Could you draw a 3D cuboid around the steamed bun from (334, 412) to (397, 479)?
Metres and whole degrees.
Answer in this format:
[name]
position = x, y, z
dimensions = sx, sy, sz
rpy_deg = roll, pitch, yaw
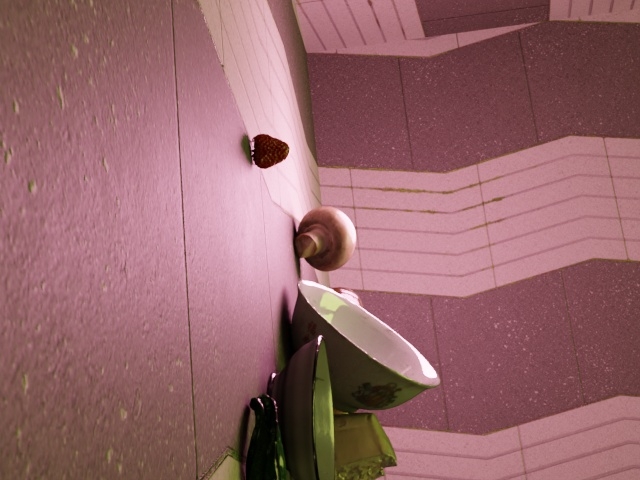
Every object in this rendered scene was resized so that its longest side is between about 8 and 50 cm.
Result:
[steamed bun]
position = 0.068, 0.520, 1.719
dimensions = 0.200, 0.225, 0.170
rpy_deg = -94, 176, -52

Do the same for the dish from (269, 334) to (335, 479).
[dish]
position = -0.038, 0.340, 1.385
dimensions = 0.316, 0.106, 0.317
rpy_deg = -5, 90, -85

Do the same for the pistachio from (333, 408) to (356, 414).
[pistachio]
position = 0.038, 0.530, 2.132
dimensions = 0.165, 0.130, 0.210
rpy_deg = -24, 107, -46

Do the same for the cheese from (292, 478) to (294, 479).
[cheese]
position = -0.011, 0.585, 1.486
dimensions = 0.050, 0.127, 0.256
rpy_deg = -33, -114, 45

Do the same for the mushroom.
[mushroom]
position = 0.000, 0.000, 2.190
dimensions = 0.204, 0.204, 0.204
rpy_deg = -7, 90, -86

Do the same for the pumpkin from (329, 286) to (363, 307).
[pumpkin]
position = 0.080, 0.272, 2.155
dimensions = 0.232, 0.242, 0.325
rpy_deg = 89, -17, -63

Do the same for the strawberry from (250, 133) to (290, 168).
[strawberry]
position = -0.103, -0.184, 1.493
dimensions = 0.073, 0.083, 0.073
rpy_deg = 2, 90, -86

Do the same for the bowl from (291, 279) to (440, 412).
[bowl]
position = 0.068, 0.301, 1.807
dimensions = 0.196, 0.434, 0.435
rpy_deg = -56, -179, 7

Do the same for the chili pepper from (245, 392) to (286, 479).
[chili pepper]
position = -0.074, 0.360, 1.065
dimensions = 0.122, 0.065, 0.279
rpy_deg = 62, 18, -70
